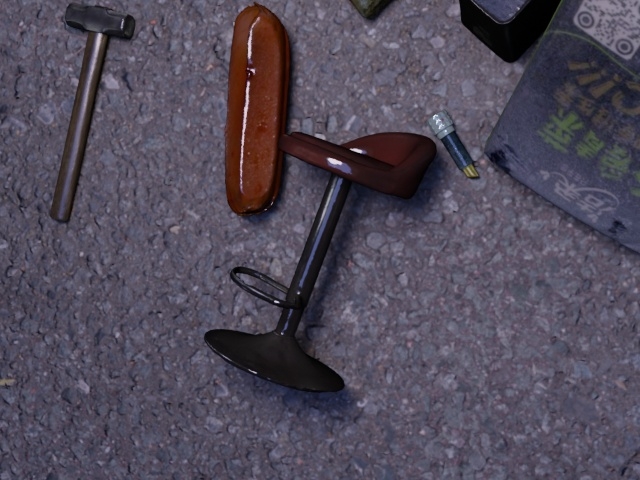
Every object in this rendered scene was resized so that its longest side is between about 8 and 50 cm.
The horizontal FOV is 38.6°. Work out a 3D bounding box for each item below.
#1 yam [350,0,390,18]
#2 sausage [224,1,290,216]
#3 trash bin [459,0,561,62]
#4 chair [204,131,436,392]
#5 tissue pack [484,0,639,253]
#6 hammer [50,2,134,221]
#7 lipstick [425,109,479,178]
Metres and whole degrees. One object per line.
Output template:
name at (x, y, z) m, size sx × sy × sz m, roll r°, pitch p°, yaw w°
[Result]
yam at (0.042, -0.426, 1.400) m, size 0.078 × 0.078 × 0.179 m, roll -42°, pitch 82°, yaw 11°
sausage at (-0.100, -0.202, 1.431) m, size 0.102 × 0.102 × 0.330 m, roll 5°, pitch 94°, yaw 13°
trash bin at (0.278, -0.356, 1.267) m, size 0.115 × 0.225 × 0.165 m, roll 44°, pitch 101°, yaw 7°
chair at (0.000, 0.000, 1.350) m, size 0.226 × 0.226 × 0.401 m, roll 23°, pitch 96°, yaw 12°
tissue pack at (0.404, -0.182, 1.175) m, size 0.288 × 0.394 × 0.124 m, roll 35°, pitch 56°, yaw 12°
hammer at (-0.405, -0.211, 1.533) m, size 0.111 × 0.043 × 0.365 m, roll 16°, pitch 97°, yaw 12°
lipstick at (0.204, -0.142, 1.392) m, size 0.037 × 0.037 × 0.116 m, roll -30°, pitch 89°, yaw 13°
